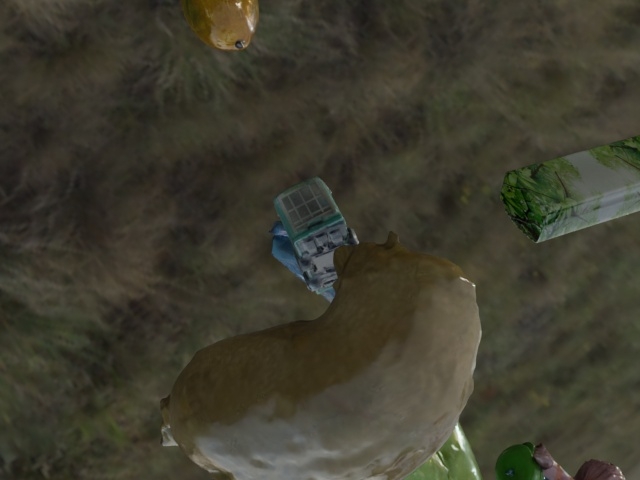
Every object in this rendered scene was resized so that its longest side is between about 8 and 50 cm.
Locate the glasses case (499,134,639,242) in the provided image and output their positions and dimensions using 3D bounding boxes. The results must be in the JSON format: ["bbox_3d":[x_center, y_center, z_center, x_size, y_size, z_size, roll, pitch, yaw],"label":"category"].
[{"bbox_3d":[0.377,-0.074,1.605,0.272,0.095,0.062,-15,135,-25],"label":"glasses case"}]

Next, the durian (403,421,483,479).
[{"bbox_3d":[0.059,0.262,1.216,0.204,0.340,0.256,-26,-177,27],"label":"durian"}]

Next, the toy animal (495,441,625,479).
[{"bbox_3d":[0.296,0.299,1.389,0.100,0.103,0.208,-34,134,29],"label":"toy animal"}]

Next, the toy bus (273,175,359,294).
[{"bbox_3d":[0.000,0.000,1.650,0.091,0.109,0.262,-26,164,-3],"label":"toy bus"}]

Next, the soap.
[{"bbox_3d":[0.034,0.058,2.217,0.293,0.156,0.077,41,68,-39],"label":"soap"}]

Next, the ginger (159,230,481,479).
[{"bbox_3d":[0.002,0.108,0.839,0.267,0.152,0.138,-32,138,12],"label":"ginger"}]

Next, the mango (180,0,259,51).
[{"bbox_3d":[-0.117,-0.278,1.323,0.075,0.190,0.098,-41,142,23],"label":"mango"}]
